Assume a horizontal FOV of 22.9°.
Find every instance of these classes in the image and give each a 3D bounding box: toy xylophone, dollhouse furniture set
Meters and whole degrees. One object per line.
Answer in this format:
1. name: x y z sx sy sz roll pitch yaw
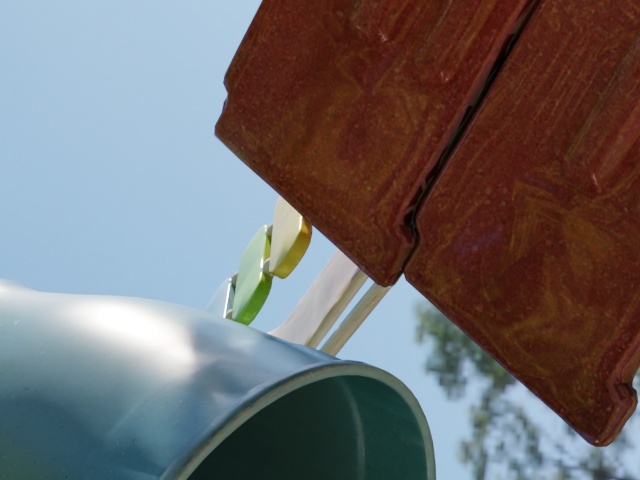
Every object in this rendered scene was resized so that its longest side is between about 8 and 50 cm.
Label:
1. toy xylophone: 0.000 0.000 1.146 0.323 0.081 0.236 -56 11 10
2. dollhouse furniture set: 0.146 -0.143 0.453 0.201 0.152 0.374 -10 -46 -59

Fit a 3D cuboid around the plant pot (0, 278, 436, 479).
1. plant pot: -0.121 0.148 0.845 0.271 0.255 0.272 -30 -49 -42
